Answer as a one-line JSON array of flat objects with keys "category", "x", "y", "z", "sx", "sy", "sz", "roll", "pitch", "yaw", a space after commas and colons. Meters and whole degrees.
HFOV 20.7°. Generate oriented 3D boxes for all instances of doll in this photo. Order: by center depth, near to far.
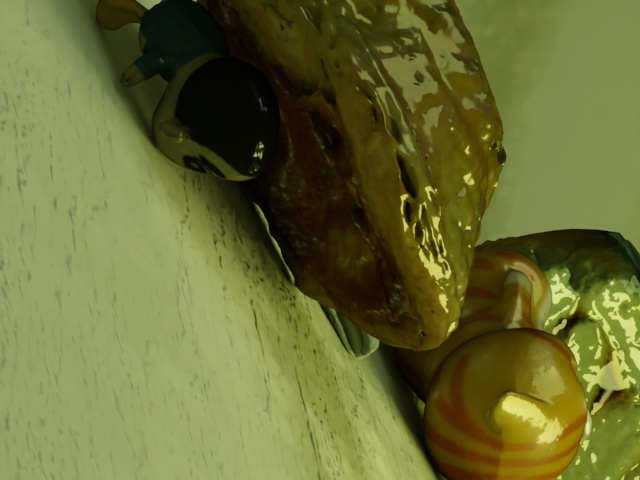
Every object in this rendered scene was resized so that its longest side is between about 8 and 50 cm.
[{"category": "doll", "x": -0.083, "y": -0.098, "z": 1.157, "sx": 0.102, "sy": 0.089, "sz": 0.179, "roll": 1, "pitch": 36, "yaw": -39}, {"category": "doll", "x": 0.152, "y": 0.118, "z": 1.569, "sx": 0.269, "sy": 0.162, "sz": 0.166, "roll": -118, "pitch": -157, "yaw": -57}]

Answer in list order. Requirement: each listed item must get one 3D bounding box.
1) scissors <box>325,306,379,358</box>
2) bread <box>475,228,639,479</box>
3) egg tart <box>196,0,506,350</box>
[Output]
[{"category": "scissors", "x": 0.000, "y": 0.000, "z": 1.435, "sx": 0.101, "sy": 0.027, "sz": 0.204, "roll": -11, "pitch": 75, "yaw": -51}, {"category": "bread", "x": 0.307, "y": 0.174, "z": 1.974, "sx": 0.395, "sy": 0.264, "sz": 0.239, "roll": 57, "pitch": 4, "yaw": -9}, {"category": "egg tart", "x": 0.023, "y": -0.093, "z": 1.252, "sx": 0.351, "sy": 0.153, "sz": 0.339, "roll": 58, "pitch": -18, "yaw": 30}]
